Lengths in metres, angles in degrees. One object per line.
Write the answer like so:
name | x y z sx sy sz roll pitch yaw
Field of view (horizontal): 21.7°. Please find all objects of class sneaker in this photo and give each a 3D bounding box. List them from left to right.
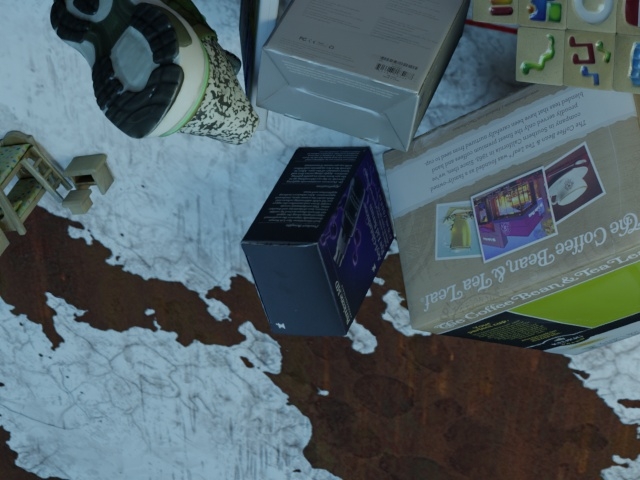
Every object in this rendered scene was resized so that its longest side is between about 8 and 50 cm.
sneaker | -0.183 -0.229 1.917 0.182 0.410 0.158 27 117 -39

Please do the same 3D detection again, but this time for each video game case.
video game case | -0.071 -0.268 1.931 0.023 0.193 0.212 0 134 -8

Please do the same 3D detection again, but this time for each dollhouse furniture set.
dollhouse furniture set | -0.397 -0.060 2.269 0.161 0.182 0.101 -5 127 29

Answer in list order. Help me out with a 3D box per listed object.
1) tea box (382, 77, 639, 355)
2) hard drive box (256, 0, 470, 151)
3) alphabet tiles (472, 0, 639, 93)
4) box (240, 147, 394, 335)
tea box | 0.303 -0.029 1.849 0.329 0.220 0.323 -23 157 37
hard drive box | 0.053 -0.224 1.878 0.181 0.232 0.089 18 135 10
alphabet tiles | 0.295 -0.287 1.626 0.342 0.011 0.285 11 106 38
box | 0.000 0.000 2.122 0.108 0.207 0.153 1 130 24
